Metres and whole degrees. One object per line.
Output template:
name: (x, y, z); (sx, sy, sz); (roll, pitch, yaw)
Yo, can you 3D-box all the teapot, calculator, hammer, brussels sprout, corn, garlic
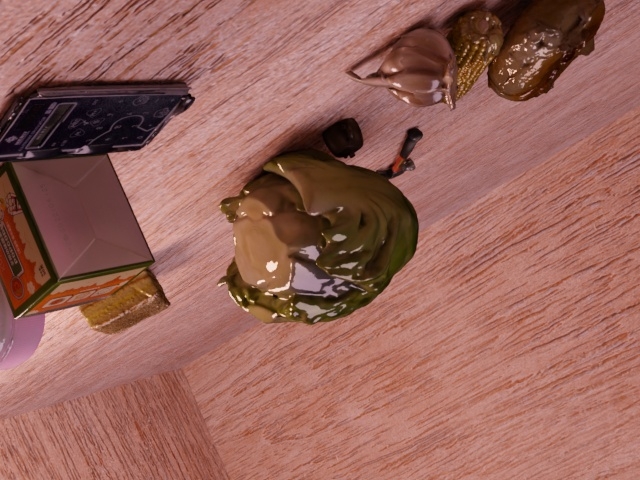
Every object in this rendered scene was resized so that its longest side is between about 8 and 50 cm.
teapot: (0.052, -0.199, 1.683); (0.076, 0.068, 0.121); (-23, 169, -12)
calculator: (-0.311, -0.162, 1.149); (0.274, 0.028, 0.166); (-13, 164, -48)
hammer: (0.207, -0.212, 2.075); (0.111, 0.033, 0.287); (-24, 169, -12)
brussels sprout: (0.009, -0.012, 1.768); (0.361, 0.342, 0.425); (-20, 171, -41)
corn: (0.252, -0.320, 1.500); (0.091, 0.091, 0.260); (-59, 179, -18)
garlic: (0.142, -0.282, 1.419); (0.194, 0.127, 0.131); (-2, 152, 22)

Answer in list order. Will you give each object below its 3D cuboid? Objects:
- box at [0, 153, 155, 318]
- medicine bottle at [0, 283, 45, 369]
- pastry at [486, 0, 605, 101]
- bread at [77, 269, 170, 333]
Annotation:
box: (-0.386, -0.009, 1.260); (0.148, 0.194, 0.178); (-34, 167, 38)
medicine bottle: (-0.623, 0.128, 1.354); (0.202, 0.202, 0.316); (-29, 169, 20)
pastry: (0.408, -0.349, 1.517); (0.257, 0.121, 0.235); (-42, 167, -21)
bread: (-0.475, 0.144, 2.038); (0.184, 0.110, 0.234); (-27, 171, -8)
